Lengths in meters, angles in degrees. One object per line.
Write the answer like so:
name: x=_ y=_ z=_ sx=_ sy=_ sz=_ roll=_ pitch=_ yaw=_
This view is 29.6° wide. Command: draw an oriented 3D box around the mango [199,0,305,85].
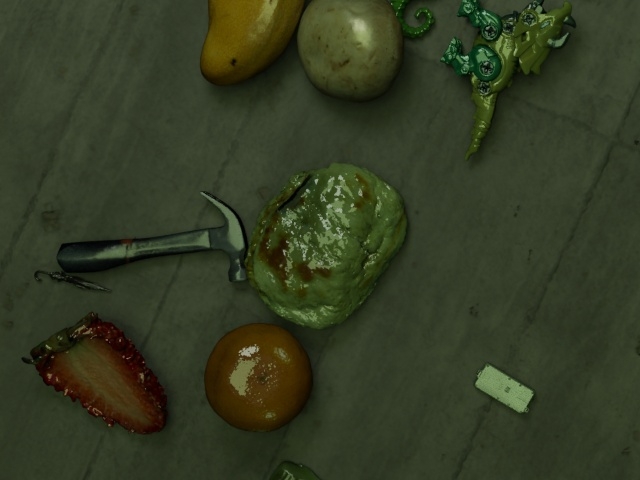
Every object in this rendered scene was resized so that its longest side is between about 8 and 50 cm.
mango: x=-0.095 y=-0.343 z=1.718 sx=0.157 sy=0.109 sz=0.262 roll=22 pitch=103 yaw=27

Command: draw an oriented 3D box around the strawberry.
strawberry: x=-0.318 y=0.197 z=1.785 sx=0.167 sy=0.087 sz=0.208 roll=-25 pitch=113 yaw=27

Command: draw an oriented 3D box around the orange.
orange: x=-0.089 y=0.195 z=1.723 sx=0.156 sy=0.124 sz=0.156 roll=0 pitch=88 yaw=-9

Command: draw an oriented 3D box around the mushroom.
mushroom: x=0.046 y=-0.274 z=1.696 sx=0.166 sy=0.127 sz=0.166 roll=9 pitch=103 yaw=43

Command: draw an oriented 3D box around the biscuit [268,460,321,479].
biscuit: x=-0.095 y=0.475 z=1.770 sx=0.099 sy=0.038 sz=0.322 roll=31 pitch=95 yaw=10

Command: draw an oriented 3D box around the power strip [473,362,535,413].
power strip: x=0.262 y=0.211 z=1.725 sx=0.090 sy=0.016 sz=0.040 roll=31 pitch=95 yaw=7

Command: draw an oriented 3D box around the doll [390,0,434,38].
doll: x=0.158 y=-0.376 z=1.718 sx=0.115 sy=0.050 sz=0.190 roll=37 pitch=102 yaw=-2

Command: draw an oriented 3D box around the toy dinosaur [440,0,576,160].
toy dinosaur: x=0.236 y=-0.242 z=1.693 sx=0.153 sy=0.094 sz=0.259 roll=32 pitch=103 yaw=10

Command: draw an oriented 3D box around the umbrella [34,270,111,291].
umbrella: x=-0.372 y=0.060 z=1.814 sx=0.122 sy=0.013 sz=0.022 roll=9 pitch=104 yaw=7

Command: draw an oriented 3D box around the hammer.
hammer: x=-0.252 y=0.005 z=1.785 sx=0.289 sy=0.037 sz=0.137 roll=-6 pitch=90 yaw=8

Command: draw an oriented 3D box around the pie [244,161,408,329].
pie: x=0.000 y=0.000 z=1.724 sx=0.201 sy=0.090 sz=0.248 roll=34 pitch=91 yaw=8
